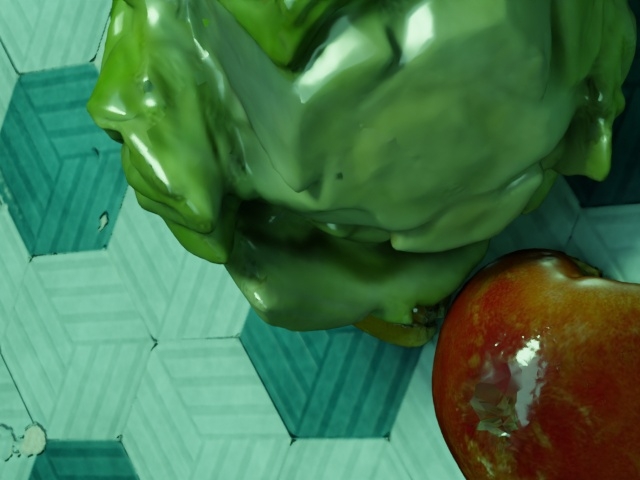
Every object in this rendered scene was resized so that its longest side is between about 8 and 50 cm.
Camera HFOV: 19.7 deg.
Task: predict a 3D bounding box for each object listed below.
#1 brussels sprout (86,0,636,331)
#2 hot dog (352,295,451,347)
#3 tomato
[{"bbox_3d":[0.029,-0.184,1.350,0.425,0.342,0.361,-45,37,21],"label":"brussels sprout"},{"bbox_3d":[0.000,0.000,1.507,0.249,0.076,0.102,39,113,29],"label":"hot dog"},{"bbox_3d":[0.169,0.117,1.342,0.233,0.140,0.200,17,104,35],"label":"tomato"}]
